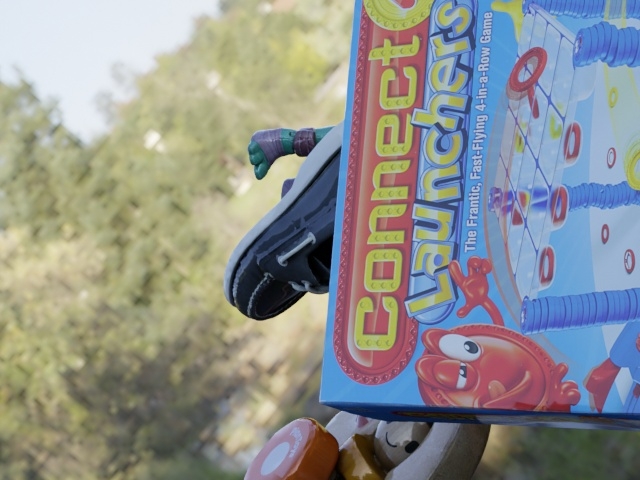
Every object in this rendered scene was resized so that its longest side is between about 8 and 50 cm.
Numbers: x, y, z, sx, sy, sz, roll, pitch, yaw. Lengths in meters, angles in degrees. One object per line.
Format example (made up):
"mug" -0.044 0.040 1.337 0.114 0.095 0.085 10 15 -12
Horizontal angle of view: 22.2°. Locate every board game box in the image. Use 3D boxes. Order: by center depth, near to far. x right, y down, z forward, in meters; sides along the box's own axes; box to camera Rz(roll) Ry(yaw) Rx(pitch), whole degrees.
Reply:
"board game box" 0.158 -0.044 0.958 0.086 0.302 0.308 19 -108 -54

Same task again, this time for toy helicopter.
"toy helicopter" 0.093 0.101 1.298 0.235 0.140 0.355 -37 20 36

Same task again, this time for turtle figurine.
"turtle figurine" 0.053 -0.087 1.675 0.234 0.175 0.118 -12 23 25

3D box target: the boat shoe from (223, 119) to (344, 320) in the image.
"boat shoe" 0.000 0.000 1.572 0.114 0.091 0.302 -17 -27 -36
